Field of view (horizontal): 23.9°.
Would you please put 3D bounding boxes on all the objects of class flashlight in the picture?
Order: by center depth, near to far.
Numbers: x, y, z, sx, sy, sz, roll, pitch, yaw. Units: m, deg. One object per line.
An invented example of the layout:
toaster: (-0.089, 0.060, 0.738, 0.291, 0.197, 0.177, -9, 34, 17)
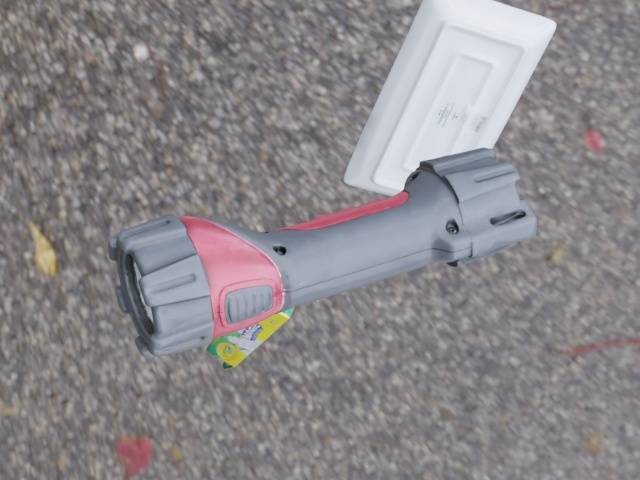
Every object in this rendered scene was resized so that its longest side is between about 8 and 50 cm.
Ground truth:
flashlight: (0.000, 0.000, 1.126, 0.304, 0.103, 0.103, -18, 86, -21)

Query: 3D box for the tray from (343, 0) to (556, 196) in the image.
tray: (0.136, -0.141, 1.636, 0.145, 0.030, 0.270, 15, 126, -13)

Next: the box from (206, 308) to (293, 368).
box: (-0.068, 0.068, 1.658, 0.043, 0.179, 0.105, 30, 56, -9)
